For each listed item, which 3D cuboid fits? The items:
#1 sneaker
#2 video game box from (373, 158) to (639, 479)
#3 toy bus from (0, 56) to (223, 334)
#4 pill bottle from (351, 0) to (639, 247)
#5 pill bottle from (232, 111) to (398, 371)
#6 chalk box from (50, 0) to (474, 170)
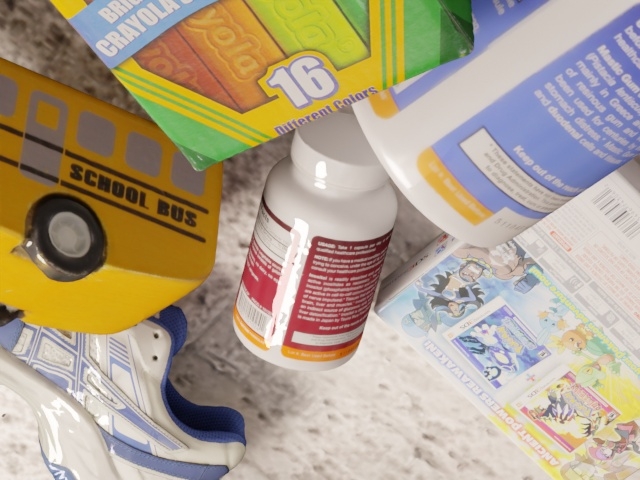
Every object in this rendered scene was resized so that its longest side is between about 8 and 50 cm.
[{"bbox_3d":[-0.161,0.056,1.294,0.131,0.112,0.296,-31,113,6],"label":"sneaker"},{"bbox_3d":[0.170,0.051,1.248,0.187,0.048,0.205,-40,106,25],"label":"video game box"},{"bbox_3d":[-0.222,-0.042,1.138,0.332,0.130,0.108,22,148,-31],"label":"toy bus"},{"bbox_3d":[0.159,-0.126,1.088,0.272,0.152,0.152,-35,109,25],"label":"pill bottle"},{"bbox_3d":[0.000,0.000,1.227,0.086,0.086,0.152,16,121,1],"label":"pill bottle"},{"bbox_3d":[-0.065,-0.213,1.014,0.180,0.179,0.289,-23,133,22],"label":"chalk box"}]
